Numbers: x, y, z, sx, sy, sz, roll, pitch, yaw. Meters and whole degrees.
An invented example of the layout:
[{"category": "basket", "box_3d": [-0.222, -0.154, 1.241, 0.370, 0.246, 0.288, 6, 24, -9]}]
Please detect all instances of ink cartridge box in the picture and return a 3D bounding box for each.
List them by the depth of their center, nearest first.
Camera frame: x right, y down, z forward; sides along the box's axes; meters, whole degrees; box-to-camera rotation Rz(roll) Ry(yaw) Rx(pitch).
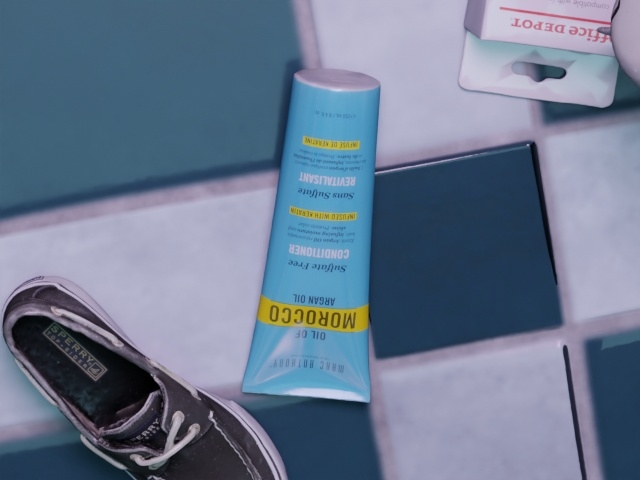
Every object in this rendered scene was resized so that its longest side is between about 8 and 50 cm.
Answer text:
[{"category": "ink cartridge box", "box_3d": [0.148, -0.168, 1.175, 0.104, 0.060, 0.180, 7, 102, -8]}]

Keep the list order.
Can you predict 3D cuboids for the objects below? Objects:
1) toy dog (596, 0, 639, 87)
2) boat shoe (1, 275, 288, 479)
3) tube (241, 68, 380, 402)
[{"category": "toy dog", "box_3d": [0.256, -0.170, 1.089, 0.220, 0.334, 0.161, -47, 67, 18]}, {"category": "boat shoe", "box_3d": [-0.109, 0.111, 1.210, 0.219, 0.070, 0.078, 39, 97, -12]}, {"category": "tube", "box_3d": [0.000, 0.000, 1.211, 0.080, 0.052, 0.207, 7, 108, 4]}]
